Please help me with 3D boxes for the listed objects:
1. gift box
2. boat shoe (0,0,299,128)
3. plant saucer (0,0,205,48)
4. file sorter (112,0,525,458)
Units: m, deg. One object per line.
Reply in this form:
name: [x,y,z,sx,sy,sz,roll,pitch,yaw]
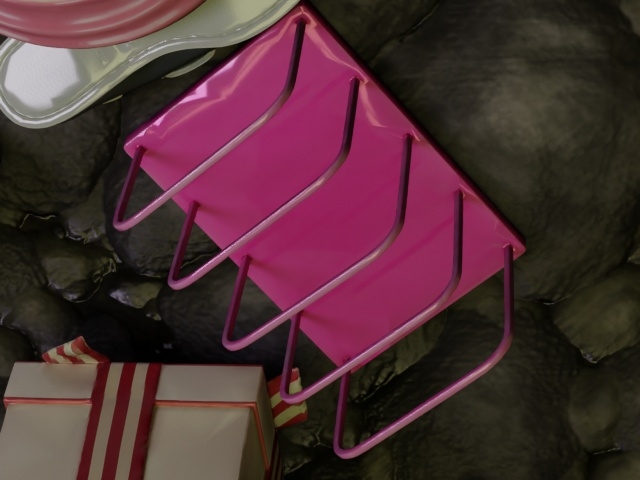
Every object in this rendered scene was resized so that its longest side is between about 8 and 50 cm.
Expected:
gift box: [-0.146,0.233,1.680,0.255,0.258,0.276,3,134,5]
boat shoe: [-0.123,-0.187,1.550,0.302,0.091,0.114,-22,97,17]
plant saucer: [-0.196,-0.302,1.445,0.332,0.084,0.332,3,105,12]
file sorter: [0.000,0.000,1.590,0.202,0.182,0.291,-36,111,21]
